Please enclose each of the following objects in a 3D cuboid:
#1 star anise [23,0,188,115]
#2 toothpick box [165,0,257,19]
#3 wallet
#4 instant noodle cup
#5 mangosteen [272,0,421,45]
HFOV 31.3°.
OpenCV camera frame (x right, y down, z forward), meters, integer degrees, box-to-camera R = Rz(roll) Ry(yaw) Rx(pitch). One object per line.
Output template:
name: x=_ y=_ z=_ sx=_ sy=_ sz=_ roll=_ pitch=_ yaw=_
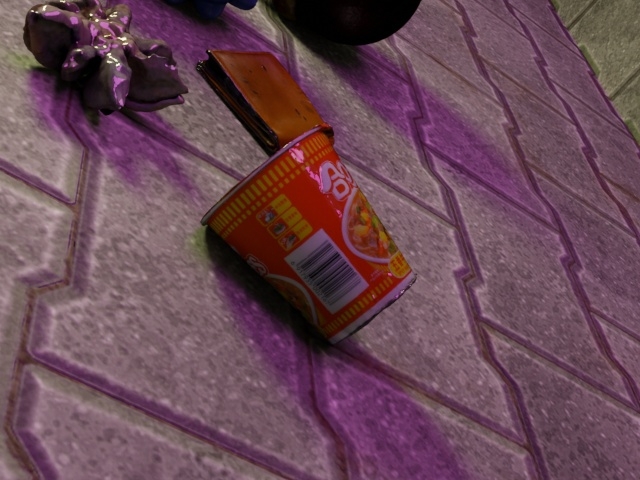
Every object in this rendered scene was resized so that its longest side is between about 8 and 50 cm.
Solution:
star anise: x=-0.266 y=-0.228 z=1.391 sx=0.236 sy=0.093 sz=0.229 roll=20 pitch=32 yaw=-43
toothpick box: x=-0.218 y=-0.505 z=1.766 sx=0.355 sy=0.263 sz=0.263 roll=29 pitch=28 yaw=-28
wallet: x=-0.078 y=-0.203 z=1.690 sx=0.195 sy=0.042 sz=0.161 roll=52 pitch=31 yaw=17
instant noodle cup: x=0.000 y=0.000 z=1.326 sx=0.212 sy=0.193 sz=0.193 roll=50 pitch=25 yaw=0
mangosteen: x=0.032 y=-0.510 z=2.081 sx=0.347 sy=0.307 sz=0.307 roll=6 pitch=31 yaw=-3
